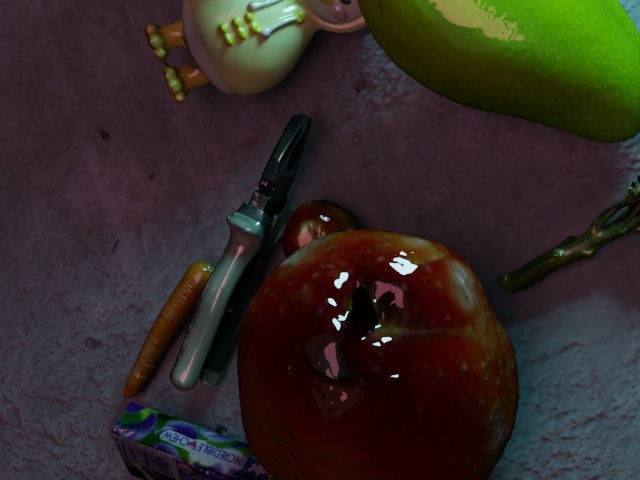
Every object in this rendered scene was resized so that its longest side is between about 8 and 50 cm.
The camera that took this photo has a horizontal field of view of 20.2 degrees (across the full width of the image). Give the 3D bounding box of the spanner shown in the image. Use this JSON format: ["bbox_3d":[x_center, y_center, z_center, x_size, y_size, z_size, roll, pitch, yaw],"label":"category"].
[{"bbox_3d":[-0.080,0.014,1.937,0.040,0.095,0.325,27,102,21],"label":"spanner"}]

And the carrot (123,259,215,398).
[{"bbox_3d":[-0.172,0.101,2.015,0.037,0.037,0.190,40,109,19],"label":"carrot"}]

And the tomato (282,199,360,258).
[{"bbox_3d":[0.000,0.000,1.914,0.087,0.075,0.087,0,89,20],"label":"tomato"}]

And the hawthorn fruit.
[{"bbox_3d":[0.054,0.119,1.745,0.285,0.369,0.284,-1,62,2],"label":"hawthorn fruit"}]

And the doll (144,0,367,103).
[{"bbox_3d":[-0.043,-0.244,1.907,0.296,0.117,0.141,-24,90,23],"label":"doll"}]

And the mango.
[{"bbox_3d":[0.181,-0.215,1.785,0.343,0.156,0.192,37,102,8],"label":"mango"}]

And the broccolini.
[{"bbox_3d":[0.266,-0.003,1.805,0.216,0.058,0.067,-27,82,22],"label":"broccolini"}]

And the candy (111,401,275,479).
[{"bbox_3d":[-0.080,0.259,1.941,0.312,0.088,0.061,18,55,24],"label":"candy"}]
